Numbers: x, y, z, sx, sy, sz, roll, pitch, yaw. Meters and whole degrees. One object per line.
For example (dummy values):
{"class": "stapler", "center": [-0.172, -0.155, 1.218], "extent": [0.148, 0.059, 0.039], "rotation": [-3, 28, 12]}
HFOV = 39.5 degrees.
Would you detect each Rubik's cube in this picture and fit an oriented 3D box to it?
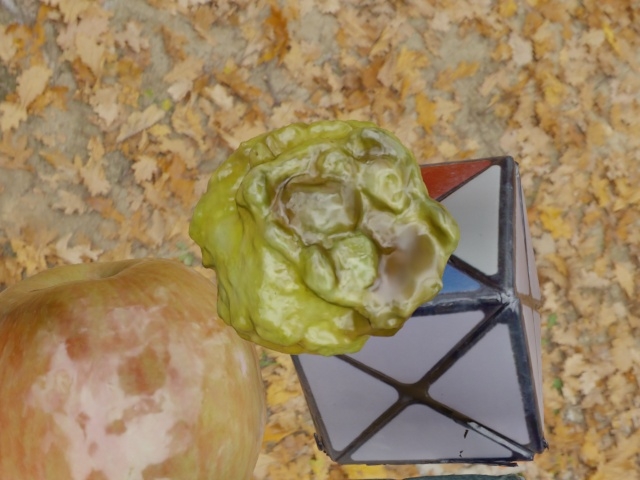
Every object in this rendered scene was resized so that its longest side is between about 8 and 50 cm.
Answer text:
{"class": "Rubik's cube", "center": [0.134, 0.097, 1.201], "extent": [0.307, 0.305, 0.310], "rotation": [-74, 152, -50]}

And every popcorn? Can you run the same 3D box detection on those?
{"class": "popcorn", "center": [0.000, -0.002, 0.677], "extent": [0.197, 0.155, 0.198], "rotation": [-1, 97, -4]}

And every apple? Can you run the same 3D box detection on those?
{"class": "apple", "center": [-0.257, 0.197, 1.077], "extent": [0.391, 0.391, 0.347], "rotation": [-9, 91, -26]}

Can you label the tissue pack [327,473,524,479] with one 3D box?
{"class": "tissue pack", "center": [0.102, 0.350, 0.803], "extent": [0.227, 0.103, 0.316], "rotation": [0, 30, 0]}
